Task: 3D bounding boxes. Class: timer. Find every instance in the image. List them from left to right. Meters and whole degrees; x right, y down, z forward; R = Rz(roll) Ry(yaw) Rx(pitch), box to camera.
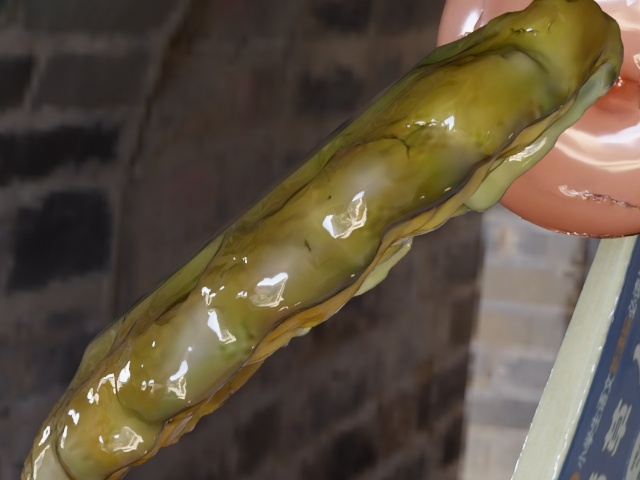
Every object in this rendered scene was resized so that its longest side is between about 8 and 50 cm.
[{"bbox_3d":[0.188,-0.117,1.269,0.229,0.230,0.215,6,14,10],"label":"timer"}]

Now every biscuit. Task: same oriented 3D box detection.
[{"bbox_3d":[0.000,0.000,0.893,0.078,0.335,0.329,50,14,0],"label":"biscuit"}]

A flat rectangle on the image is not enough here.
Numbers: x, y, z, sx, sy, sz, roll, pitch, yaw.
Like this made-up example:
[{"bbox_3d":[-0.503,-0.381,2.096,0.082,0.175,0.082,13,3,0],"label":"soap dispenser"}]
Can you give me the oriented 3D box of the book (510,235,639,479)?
[{"bbox_3d":[0.252,0.157,1.528,0.039,0.300,0.428,18,-5,27],"label":"book"}]
